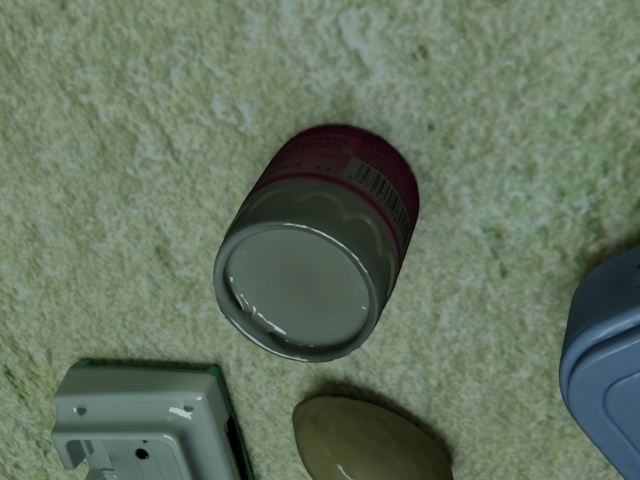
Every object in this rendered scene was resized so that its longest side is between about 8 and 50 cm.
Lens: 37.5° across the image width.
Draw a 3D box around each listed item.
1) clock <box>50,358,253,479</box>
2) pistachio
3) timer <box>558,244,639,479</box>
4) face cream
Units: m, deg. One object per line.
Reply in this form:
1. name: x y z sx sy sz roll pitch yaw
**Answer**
1. clock: -0.225 0.298 1.284 0.231 0.116 0.262 0 123 19
2. pistachio: 0.060 0.271 1.164 0.226 0.136 0.136 34 127 5
3. timer: 0.454 0.133 0.891 0.395 0.173 0.395 10 124 15
4. face cream: 0.000 0.000 0.952 0.175 0.195 0.175 9 123 13
